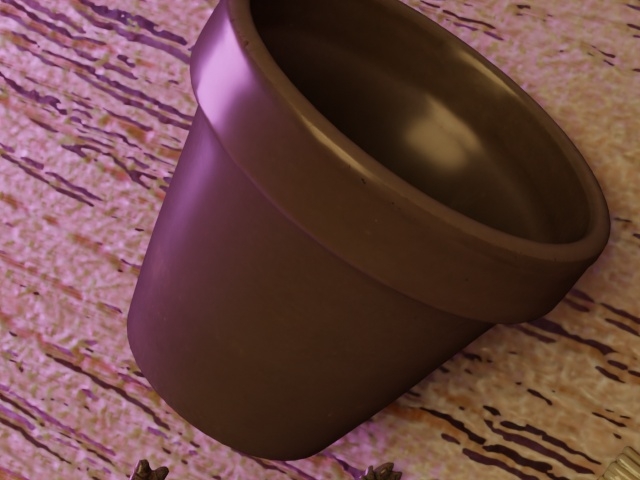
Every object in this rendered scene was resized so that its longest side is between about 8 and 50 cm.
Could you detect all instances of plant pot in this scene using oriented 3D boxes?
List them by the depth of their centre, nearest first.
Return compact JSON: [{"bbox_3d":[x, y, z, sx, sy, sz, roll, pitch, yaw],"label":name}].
[{"bbox_3d":[0.000,0.000,1.118,0.263,0.263,0.229,48,118,22],"label":"plant pot"}]

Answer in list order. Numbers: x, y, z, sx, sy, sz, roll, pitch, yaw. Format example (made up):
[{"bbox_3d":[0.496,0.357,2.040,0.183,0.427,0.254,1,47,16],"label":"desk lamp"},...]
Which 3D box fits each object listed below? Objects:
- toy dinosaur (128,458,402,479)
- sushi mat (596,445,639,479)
[{"bbox_3d":[-0.023,0.229,1.086,0.200,0.296,0.127,-120,42,-58],"label":"toy dinosaur"},{"bbox_3d":[0.247,0.269,1.076,0.316,0.019,0.151,38,97,23],"label":"sushi mat"}]
